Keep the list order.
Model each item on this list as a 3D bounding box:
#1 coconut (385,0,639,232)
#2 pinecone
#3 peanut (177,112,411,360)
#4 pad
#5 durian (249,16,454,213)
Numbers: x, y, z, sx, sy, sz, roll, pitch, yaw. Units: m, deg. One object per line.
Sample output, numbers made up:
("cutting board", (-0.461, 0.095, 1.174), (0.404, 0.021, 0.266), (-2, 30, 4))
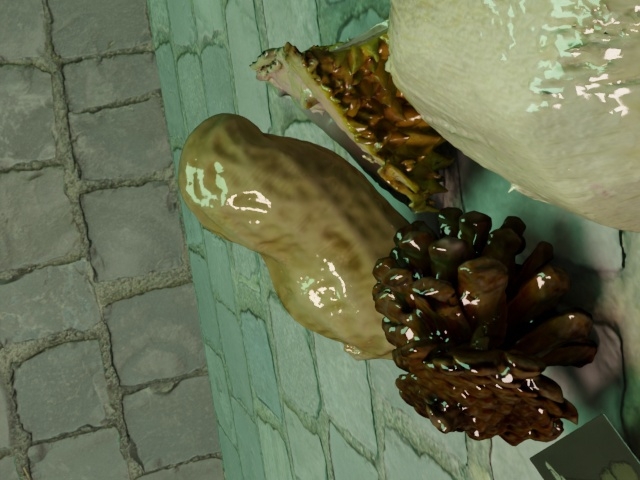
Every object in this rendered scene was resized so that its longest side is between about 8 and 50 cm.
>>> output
("coconut", (0.138, -0.121, 0.399), (0.230, 0.227, 0.227), (-141, 43, -62))
("pinecone", (0.120, 0.064, 0.655), (0.179, 0.150, 0.195), (73, 175, -54))
("peanut", (0.000, 0.000, 0.828), (0.153, 0.325, 0.140), (-50, 19, 8))
("pad", (0.227, 0.219, 0.597), (0.190, 0.004, 0.127), (56, 156, 19))
("durian", (0.052, -0.110, 0.791), (0.195, 0.186, 0.305), (63, 172, -9))
